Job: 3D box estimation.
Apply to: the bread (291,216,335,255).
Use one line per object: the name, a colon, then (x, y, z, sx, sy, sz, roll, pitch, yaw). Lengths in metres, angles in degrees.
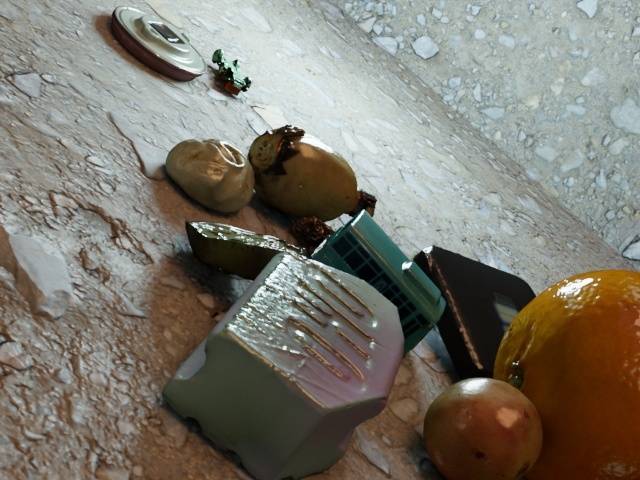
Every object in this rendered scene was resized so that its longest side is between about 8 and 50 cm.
bread: (0.000, 0.000, 2.037, 0.082, 0.060, 0.113, 12, 32, -44)

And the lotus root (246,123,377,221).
lotus root: (-0.011, -0.118, 2.109, 0.310, 0.183, 0.183, 25, 26, -39)

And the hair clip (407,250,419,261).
hair clip: (0.262, 0.077, 2.292, 0.218, 0.071, 0.159, 28, 19, -39)

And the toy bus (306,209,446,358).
toy bus: (0.109, 0.082, 1.912, 0.256, 0.147, 0.128, 48, 24, -3)

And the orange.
orange: (0.477, 0.253, 1.816, 0.326, 0.424, 0.424, 13, 27, -10)

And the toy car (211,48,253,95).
toy car: (-0.216, -0.401, 2.494, 0.073, 0.054, 0.143, 24, 22, -35)

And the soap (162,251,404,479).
soap: (-0.025, 0.171, 1.535, 0.261, 0.156, 0.446, 39, 21, 0)

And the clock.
clock: (-0.361, -0.448, 2.355, 0.244, 0.056, 0.244, 32, 23, -16)

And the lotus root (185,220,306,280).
lotus root: (-0.130, 0.025, 1.709, 0.204, 0.078, 0.183, 13, 6, 3)

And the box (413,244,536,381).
box: (0.362, 0.183, 2.148, 0.359, 0.091, 0.350, 19, 39, -40)

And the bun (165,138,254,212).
bun: (-0.196, -0.136, 1.938, 0.183, 0.102, 0.183, 32, 20, -13)

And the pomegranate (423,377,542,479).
pomegranate: (0.257, 0.309, 1.674, 0.191, 0.191, 0.191, 33, 22, -15)
